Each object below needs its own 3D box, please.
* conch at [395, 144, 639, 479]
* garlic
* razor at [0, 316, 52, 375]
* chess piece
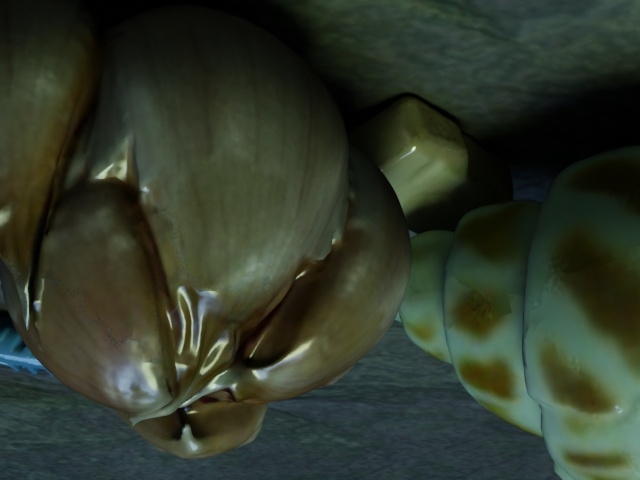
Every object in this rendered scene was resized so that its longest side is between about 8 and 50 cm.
[{"bbox_3d":[0.204,0.031,0.723,0.368,0.197,0.249,-5,126,1],"label":"conch"},{"bbox_3d":[-0.063,-0.023,0.698,0.160,0.191,0.214,-32,121,-2],"label":"garlic"},{"bbox_3d":[-0.238,0.057,1.024,0.253,0.042,0.082,6,-163,-7],"label":"razor"},{"bbox_3d":[0.000,0.000,0.837,0.090,0.090,0.200,24,137,-37],"label":"chess piece"}]
